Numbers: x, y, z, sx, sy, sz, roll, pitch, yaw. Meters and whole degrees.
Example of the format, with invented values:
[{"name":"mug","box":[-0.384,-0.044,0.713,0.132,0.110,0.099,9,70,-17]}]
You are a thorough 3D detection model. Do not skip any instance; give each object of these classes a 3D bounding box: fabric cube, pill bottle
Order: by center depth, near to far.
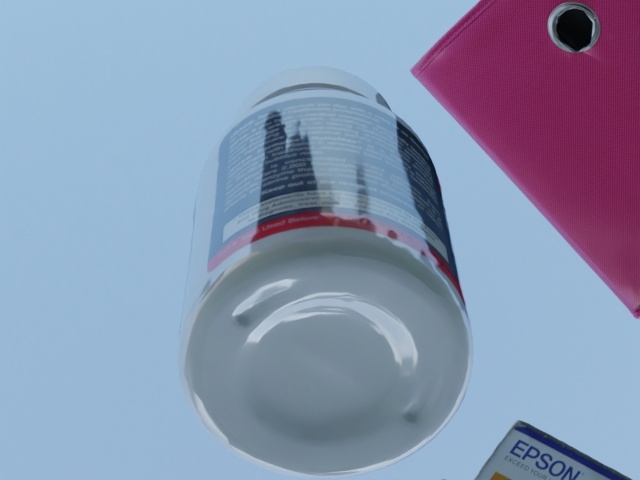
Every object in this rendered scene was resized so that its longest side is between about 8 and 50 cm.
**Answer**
[{"name":"pill bottle","box":[0.000,0.000,0.516,0.108,0.108,0.180,3,-148,-4]},{"name":"fabric cube","box":[0.274,-0.148,0.951,0.258,0.254,0.259,48,-141,-1]}]

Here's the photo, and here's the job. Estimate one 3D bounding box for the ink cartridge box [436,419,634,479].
[{"name":"ink cartridge box","box":[0.135,0.231,0.725,0.223,0.045,0.224,30,-80,-15]}]
